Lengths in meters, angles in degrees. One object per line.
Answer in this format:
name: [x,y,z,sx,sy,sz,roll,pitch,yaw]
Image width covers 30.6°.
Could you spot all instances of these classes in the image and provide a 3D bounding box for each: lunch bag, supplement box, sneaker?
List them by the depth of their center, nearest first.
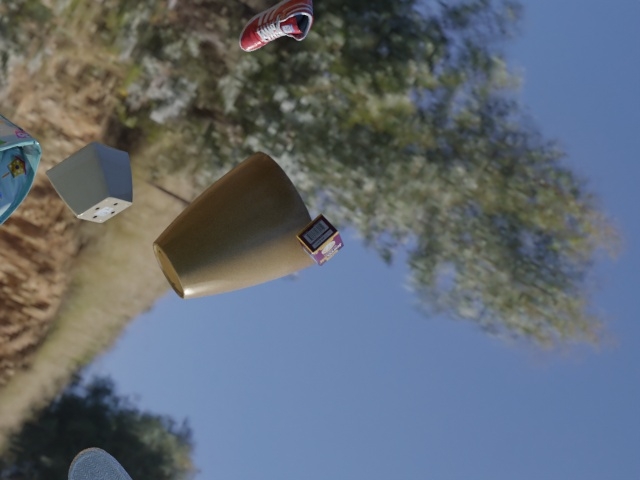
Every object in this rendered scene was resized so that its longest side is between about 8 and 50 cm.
sneaker: [-0.060,-0.287,1.591,0.118,0.042,0.067,-33,-145,15]
lunch bag: [-0.573,-0.103,1.759,0.223,0.160,0.262,30,-107,31]
supplement box: [0.000,0.000,1.842,0.055,0.043,0.083,-42,163,-4]
sneaker: [-0.339,0.455,2.003,0.108,0.293,0.169,-26,-162,-1]

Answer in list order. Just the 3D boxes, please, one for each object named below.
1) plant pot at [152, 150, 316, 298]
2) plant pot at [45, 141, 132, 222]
plant pot: [-0.170,-0.004,2.144,0.254,0.237,0.237,-28,-165,-18]
plant pot: [-0.380,-0.092,1.986,0.109,0.109,0.096,-30,-108,18]
